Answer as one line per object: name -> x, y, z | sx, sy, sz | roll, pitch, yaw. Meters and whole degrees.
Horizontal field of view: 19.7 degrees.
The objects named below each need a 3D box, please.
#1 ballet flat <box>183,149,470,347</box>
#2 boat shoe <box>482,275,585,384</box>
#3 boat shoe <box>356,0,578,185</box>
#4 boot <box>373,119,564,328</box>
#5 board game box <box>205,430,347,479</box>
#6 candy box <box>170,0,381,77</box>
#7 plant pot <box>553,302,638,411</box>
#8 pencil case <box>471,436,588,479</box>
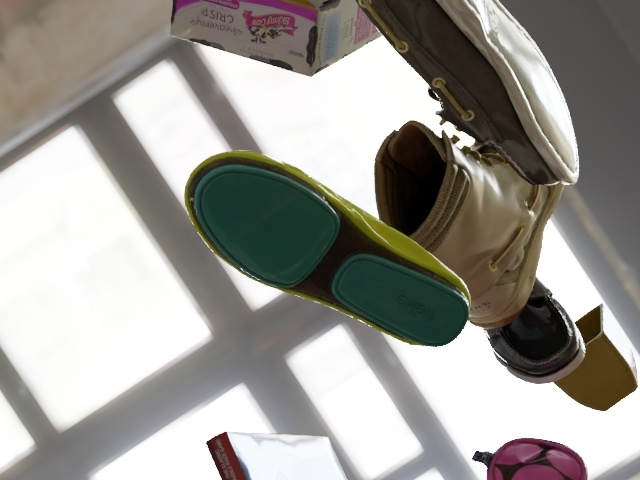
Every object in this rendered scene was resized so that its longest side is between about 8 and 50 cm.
ballet flat -> 0.000, 0.000, 1.196 | 0.077, 0.231, 0.077 | -52, -150, 16
boat shoe -> 0.184, 0.062, 1.806 | 0.084, 0.079, 0.233 | -35, -146, 3
boat shoe -> 0.130, -0.150, 1.595 | 0.091, 0.305, 0.109 | -21, -140, 24
boot -> 0.140, -0.074, 1.729 | 0.095, 0.203, 0.262 | 0, -115, 36
board game box -> -0.020, 0.258, 1.799 | 0.027, 0.145, 0.281 | -30, 164, 14
candy box -> -0.016, -0.239, 1.771 | 0.233, 0.159, 0.071 | -37, 139, -53
plant pot -> 0.297, 0.133, 1.975 | 0.081, 0.083, 0.081 | -39, -168, 20
pencil case -> 0.168, 0.266, 1.588 | 0.098, 0.095, 0.209 | -50, 152, -43
